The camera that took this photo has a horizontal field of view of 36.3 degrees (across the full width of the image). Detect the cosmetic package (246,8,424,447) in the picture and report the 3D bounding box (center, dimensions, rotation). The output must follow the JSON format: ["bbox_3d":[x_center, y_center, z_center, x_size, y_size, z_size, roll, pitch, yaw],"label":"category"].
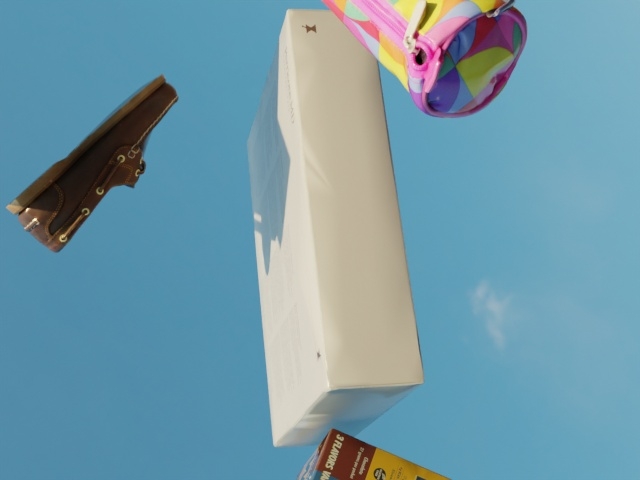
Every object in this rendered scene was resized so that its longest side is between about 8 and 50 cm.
[{"bbox_3d":[0.000,0.000,1.008,0.097,0.284,0.377,-2,-110,-11],"label":"cosmetic package"}]

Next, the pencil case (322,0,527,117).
[{"bbox_3d":[0.051,-0.190,0.723,0.104,0.104,0.236,-3,-137,-41],"label":"pencil case"}]

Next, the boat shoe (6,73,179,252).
[{"bbox_3d":[-0.214,-0.077,0.978,0.207,0.073,0.073,-46,-78,-10],"label":"boat shoe"}]

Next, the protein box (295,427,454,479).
[{"bbox_3d":[0.058,0.315,0.992,0.200,0.201,0.136,23,-119,0],"label":"protein box"}]
